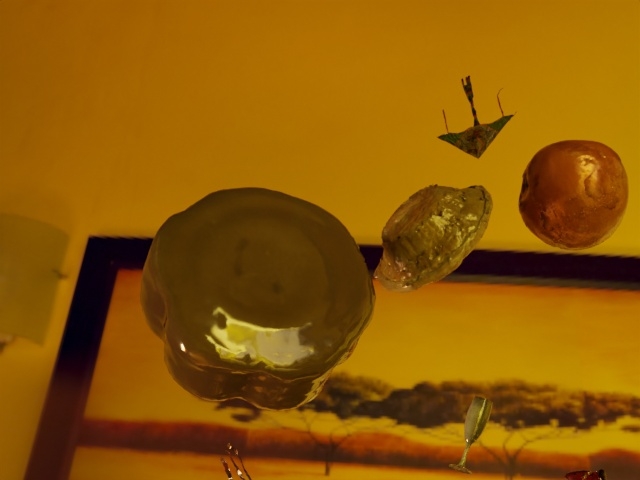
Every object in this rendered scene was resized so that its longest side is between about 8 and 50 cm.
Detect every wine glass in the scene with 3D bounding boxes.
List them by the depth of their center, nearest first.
[{"bbox_3d":[0.394,0.501,2.164,0.066,0.198,0.066,21,-23,9],"label":"wine glass"}]

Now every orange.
[{"bbox_3d":[0.533,-0.096,1.770,0.240,0.240,0.240,3,-34,2],"label":"orange"}]

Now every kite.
[{"bbox_3d":[-0.131,0.520,1.660,0.015,0.245,0.141,-16,-30,-38],"label":"kite"},{"bbox_3d":[0.356,-0.278,1.910,0.198,0.006,0.244,-20,-45,-2],"label":"kite"}]

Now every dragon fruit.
[{"bbox_3d":[0.660,0.661,2.185,0.192,0.122,0.092,-1,6,37],"label":"dragon fruit"}]

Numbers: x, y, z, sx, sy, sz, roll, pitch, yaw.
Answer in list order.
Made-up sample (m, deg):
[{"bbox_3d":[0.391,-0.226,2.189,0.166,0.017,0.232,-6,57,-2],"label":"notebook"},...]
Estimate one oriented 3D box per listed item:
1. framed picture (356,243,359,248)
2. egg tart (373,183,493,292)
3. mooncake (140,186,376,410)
[{"bbox_3d":[0.000,0.000,2.031,0.150,0.015,0.203,-9,-21,14],"label":"framed picture"},{"bbox_3d":[0.249,-0.024,1.959,0.132,0.341,0.341,45,-48,-17],"label":"egg tart"},{"bbox_3d":[-0.131,0.122,1.702,0.467,0.467,0.262,11,-39,-10],"label":"mooncake"}]
